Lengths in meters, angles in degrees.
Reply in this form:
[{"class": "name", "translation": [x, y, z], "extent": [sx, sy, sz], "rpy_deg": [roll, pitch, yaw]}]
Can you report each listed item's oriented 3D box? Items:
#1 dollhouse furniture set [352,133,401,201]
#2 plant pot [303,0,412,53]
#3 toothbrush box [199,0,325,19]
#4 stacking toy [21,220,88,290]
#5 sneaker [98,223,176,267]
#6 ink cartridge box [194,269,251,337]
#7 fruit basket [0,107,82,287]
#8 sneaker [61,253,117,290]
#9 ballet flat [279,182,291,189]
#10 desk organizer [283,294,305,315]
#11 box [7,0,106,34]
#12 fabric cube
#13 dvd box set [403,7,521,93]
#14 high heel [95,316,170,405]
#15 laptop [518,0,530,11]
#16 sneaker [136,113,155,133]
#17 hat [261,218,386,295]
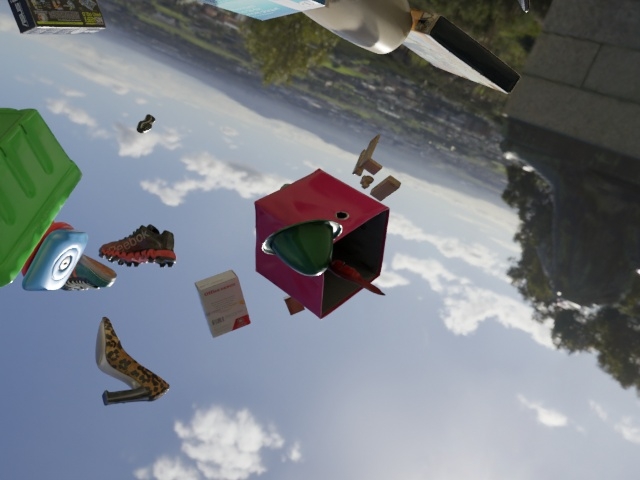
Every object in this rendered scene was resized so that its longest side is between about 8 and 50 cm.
[{"class": "dollhouse furniture set", "translation": [0.201, -0.244, 2.008], "extent": [0.151, 0.123, 0.144], "rpy_deg": [33, 146, -15]}, {"class": "plant pot", "translation": [0.101, -0.589, 1.440], "extent": [0.274, 0.256, 0.256], "rpy_deg": [32, -179, -41]}, {"class": "toothbrush box", "translation": [-0.162, -0.565, 1.225], "extent": [0.216, 0.126, 0.296], "rpy_deg": [9, -173, 44]}, {"class": "stacking toy", "translation": [-0.734, -0.018, 1.421], "extent": [0.302, 0.165, 0.175], "rpy_deg": [29, -178, 7]}, {"class": "sneaker", "translation": [-0.589, 0.015, 1.924], "extent": [0.276, 0.134, 0.097], "rpy_deg": [0, 164, 16]}, {"class": "ink cartridge box", "translation": [-0.303, 0.194, 1.840], "extent": [0.128, 0.175, 0.072], "rpy_deg": [-19, -154, -17]}, {"class": "fruit basket", "translation": [-0.632, -0.023, 1.106], "extent": [0.283, 0.391, 0.392], "rpy_deg": [2, -171, 2]}, {"class": "sneaker", "translation": [-0.720, 0.109, 1.787], "extent": [0.302, 0.121, 0.108], "rpy_deg": [17, 168, 45]}, {"class": "ballet flat", "translation": [-0.104, -0.135, 2.028], "extent": [0.070, 0.070, 0.188], "rpy_deg": [19, -158, -19]}, {"class": "desk organizer", "translation": [-0.036, 0.163, 1.687], "extent": [0.130, 0.050, 0.047], "rpy_deg": [-22, -174, -3]}, {"class": "box", "translation": [-0.709, -0.659, 1.561], "extent": [0.060, 0.216, 0.270], "rpy_deg": [-10, -165, 24]}, {"class": "fabric cube", "translation": [0.000, 0.000, 1.596], "extent": [0.258, 0.259, 0.254], "rpy_deg": [34, -131, 31]}, {"class": "dvd box set", "translation": [0.332, -0.549, 1.666], "extent": [0.308, 0.062, 0.420], "rpy_deg": [24, -165, -28]}, {"class": "high heel", "translation": [-0.538, 0.339, 1.699], "extent": [0.186, 0.093, 0.261], "rpy_deg": [3, -120, -37]}, {"class": "laptop", "translation": [0.270, -0.732, 1.311], "extent": [0.382, 0.237, 0.407], "rpy_deg": [52, -158, -55]}, {"class": "sneaker", "translation": [-0.540, -0.349, 1.823], "extent": [0.040, 0.044, 0.109], "rpy_deg": [37, -153, -14]}, {"class": "hat", "translation": [-0.013, 0.069, 1.229], "extent": [0.173, 0.183, 0.208], "rpy_deg": [-5, 159, -29]}]
